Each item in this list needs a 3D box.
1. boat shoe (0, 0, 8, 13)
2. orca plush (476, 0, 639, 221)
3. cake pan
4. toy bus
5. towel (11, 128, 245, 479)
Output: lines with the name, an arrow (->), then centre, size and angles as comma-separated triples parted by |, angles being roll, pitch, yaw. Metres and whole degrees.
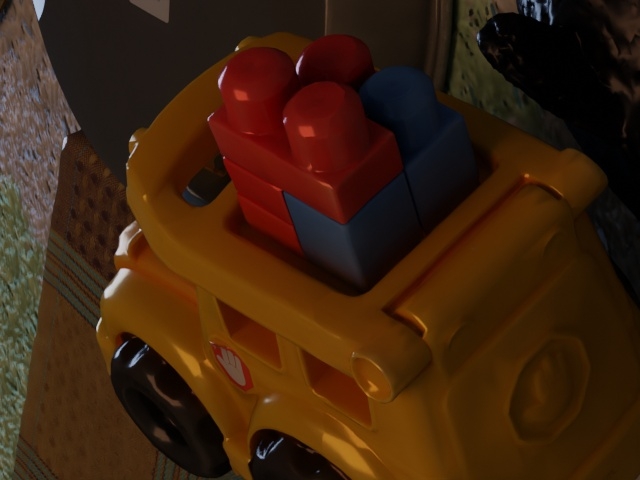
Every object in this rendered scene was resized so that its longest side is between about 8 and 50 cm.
boat shoe -> -0.204, -0.172, 1.079 | 0.064, 0.060, 0.178 | 59, 142, 21
orca plush -> 0.101, -0.091, 0.659 | 0.151, 0.102, 0.287 | -22, 85, 55
cake pan -> -0.054, -0.133, 0.898 | 0.293, 0.054, 0.293 | 25, 122, 48
toy bus -> 0.000, 0.000, 0.700 | 0.220, 0.149, 0.211 | 29, 154, 39
towel -> -0.084, 0.157, 1.066 | 0.271, 0.040, 0.370 | 41, 131, 37
